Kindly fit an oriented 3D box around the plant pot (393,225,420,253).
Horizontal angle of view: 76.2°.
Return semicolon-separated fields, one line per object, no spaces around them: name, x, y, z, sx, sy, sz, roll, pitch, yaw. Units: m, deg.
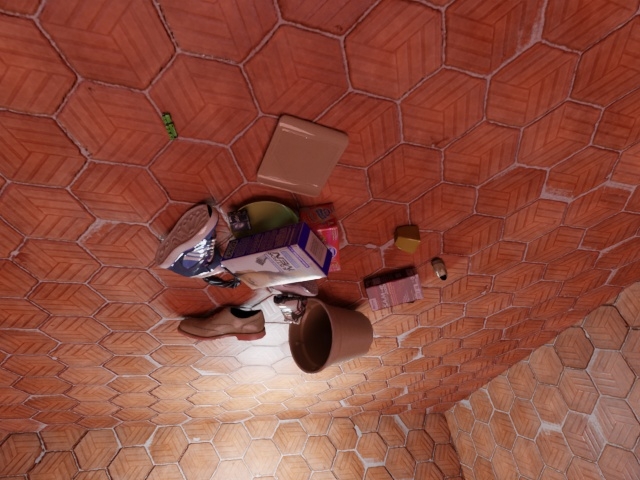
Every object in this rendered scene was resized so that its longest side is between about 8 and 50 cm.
plant pot;0.331;-0.009;1.583;0.083;0.082;0.081;10;138;-7

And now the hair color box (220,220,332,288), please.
hair color box;-0.153;0.060;1.402;0.338;0.110;0.185;-12;136;33

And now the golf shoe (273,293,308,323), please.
golf shoe;-0.122;0.291;1.733;0.105;0.120;0.273;3;168;19

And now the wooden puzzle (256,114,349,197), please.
wooden puzzle;-0.059;-0.251;1.242;0.220;0.044;0.239;11;131;-23

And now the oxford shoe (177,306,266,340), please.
oxford shoe;-0.445;0.361;1.848;0.396;0.140;0.147;0;109;-6

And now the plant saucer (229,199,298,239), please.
plant saucer;-0.197;-0.062;1.436;0.240;0.037;0.241;-5;141;-4

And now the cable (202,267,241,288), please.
cable;-0.397;0.146;1.633;0.150;0.047;0.185;-12;141;2

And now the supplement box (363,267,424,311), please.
supplement box;0.325;0.219;1.817;0.239;0.073;0.130;-16;110;7

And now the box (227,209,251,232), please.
box;-0.272;-0.065;1.373;0.067;0.018;0.083;-7;140;-3

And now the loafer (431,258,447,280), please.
loafer;0.536;0.131;1.814;0.056;0.050;0.148;-28;137;20

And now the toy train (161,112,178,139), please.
toy train;-0.409;-0.309;1.111;0.023;0.017;0.083;-16;141;-10

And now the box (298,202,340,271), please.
box;0.000;0.000;1.484;0.128;0.123;0.257;-8;140;-2

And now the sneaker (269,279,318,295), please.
sneaker;-0.106;0.190;1.711;0.094;0.090;0.235;-36;139;30

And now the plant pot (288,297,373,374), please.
plant pot;0.067;0.441;1.908;0.305;0.334;0.334;10;138;-38

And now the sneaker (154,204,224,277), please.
sneaker;-0.396;0.017;1.434;0.322;0.130;0.236;-38;143;24
